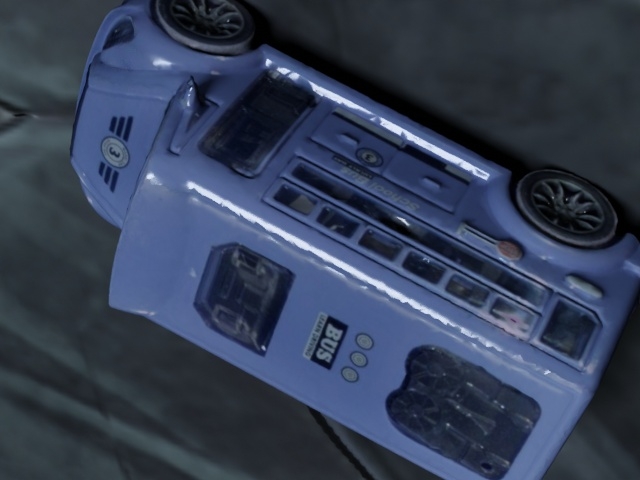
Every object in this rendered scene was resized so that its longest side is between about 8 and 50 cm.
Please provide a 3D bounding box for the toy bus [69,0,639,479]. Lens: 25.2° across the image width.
[{"bbox_3d":[0.000,0.000,0.390,0.167,0.076,0.073,27,131,7],"label":"toy bus"}]
